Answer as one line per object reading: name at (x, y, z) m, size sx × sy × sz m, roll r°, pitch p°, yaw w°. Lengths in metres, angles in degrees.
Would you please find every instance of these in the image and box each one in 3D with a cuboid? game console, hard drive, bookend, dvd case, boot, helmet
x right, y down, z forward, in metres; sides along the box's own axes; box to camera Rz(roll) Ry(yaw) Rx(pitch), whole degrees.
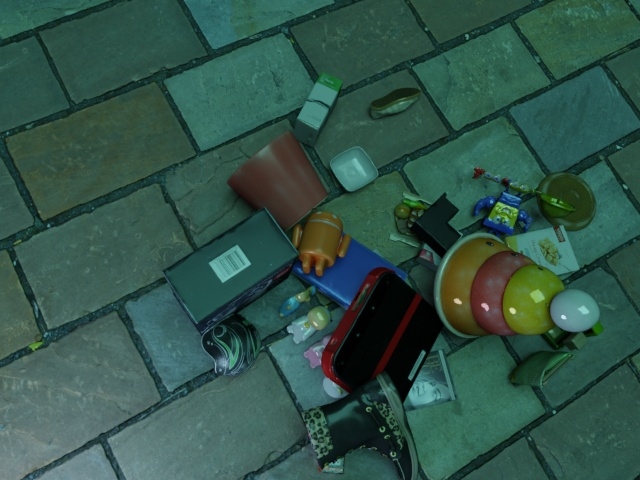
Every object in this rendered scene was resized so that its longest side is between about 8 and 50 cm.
game console at (0.200, 0.312, 1.754) m, size 0.342 × 0.060 × 0.386 m, roll 42°, pitch 70°, yaw -28°
hard drive at (0.095, 0.107, 1.843) m, size 0.319 × 0.040 × 0.210 m, roll 33°, pitch 69°, yaw 10°
bookend at (0.414, -0.049, 1.897) m, size 0.156 × 0.072 × 0.157 m, roll 44°, pitch 73°, yaw 9°
dvd case at (0.319, 0.455, 1.833) m, size 0.221 × 0.018 × 0.164 m, roll -10°, pitch 76°, yaw -12°
boot at (0.122, 0.586, 1.654) m, size 0.284 × 0.138 × 0.377 m, roll -19°, pitch 114°, yaw -8°
helmet at (-0.261, 0.319, 1.704) m, size 0.169 × 0.169 × 0.161 m, roll -34°, pitch 80°, yaw -16°

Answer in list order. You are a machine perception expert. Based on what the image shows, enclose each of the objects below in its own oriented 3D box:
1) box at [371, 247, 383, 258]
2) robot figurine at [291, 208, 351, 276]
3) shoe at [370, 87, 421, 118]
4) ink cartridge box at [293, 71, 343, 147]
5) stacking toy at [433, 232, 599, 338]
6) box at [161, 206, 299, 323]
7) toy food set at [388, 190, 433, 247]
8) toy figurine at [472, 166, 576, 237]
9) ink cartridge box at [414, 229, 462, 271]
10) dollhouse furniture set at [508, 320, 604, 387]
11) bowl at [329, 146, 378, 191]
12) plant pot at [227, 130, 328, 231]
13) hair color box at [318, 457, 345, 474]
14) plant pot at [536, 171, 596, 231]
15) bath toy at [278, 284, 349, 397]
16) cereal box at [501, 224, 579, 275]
box at (0.152, 0.134, 1.888) m, size 0.186 × 0.038 × 0.145 m, roll -33°, pitch 80°, yaw -15°
robot figurine at (-0.002, -0.001, 1.792) m, size 0.128 × 0.158 × 0.219 m, roll 36°, pitch 59°, yaw -39°
shoe at (0.274, -0.507, 2.089) m, size 0.219 × 0.058 × 0.076 m, roll -24°, pitch 48°, yaw -19°
ink cartridge box at (-0.011, -0.451, 1.971) m, size 0.087 × 0.153 × 0.208 m, roll 26°, pitch 71°, yaw 0°
stacking toy at (0.609, 0.171, 1.685) m, size 0.351 × 0.480 × 0.350 m, roll -5°, pitch 100°, yaw -30°
box at (-0.262, 0.102, 1.687) m, size 0.343 × 0.312 × 0.179 m, roll -34°, pitch 83°, yaw -16°
toy food set at (0.319, -0.078, 1.972) m, size 0.133 × 0.038 × 0.192 m, roll 19°, pitch 72°, yaw 1°
toy figurine at (0.675, -0.097, 2.009) m, size 0.363 × 0.191 × 0.217 m, roll 22°, pitch 102°, yaw 4°
ink cartridge box at (0.406, 0.022, 1.947) m, size 0.109 × 0.063 × 0.150 m, roll 26°, pitch 72°, yaw 1°
dollhouse furniture set at (0.724, 0.327, 1.840) m, size 0.302 × 0.197 × 0.151 m, roll -36°, pitch 84°, yaw -17°
bowl at (0.112, -0.243, 1.983) m, size 0.142 × 0.053 × 0.142 m, roll -30°, pitch 82°, yaw -16°
plant pot at (-0.122, -0.178, 1.831) m, size 0.275 × 0.275 × 0.243 m, roll -42°, pitch 95°, yaw -17°
hair color box at (0.039, 0.632, 1.723) m, size 0.072 × 0.043 × 0.141 m, roll 8°, pitch 72°, yaw -7°
plant pot at (0.916, -0.150, 2.096) m, size 0.237 × 0.032 × 0.236 m, roll 2°, pitch 73°, yaw -8°
bath toy at (0.016, 0.317, 1.770) m, size 0.129 × 0.151 × 0.348 m, roll -27°, pitch 84°, yaw -38°
cereal box at (0.775, 0.051, 2.006) m, size 0.240 × 0.047 × 0.172 m, roll -13°, pitch 77°, yaw -12°
